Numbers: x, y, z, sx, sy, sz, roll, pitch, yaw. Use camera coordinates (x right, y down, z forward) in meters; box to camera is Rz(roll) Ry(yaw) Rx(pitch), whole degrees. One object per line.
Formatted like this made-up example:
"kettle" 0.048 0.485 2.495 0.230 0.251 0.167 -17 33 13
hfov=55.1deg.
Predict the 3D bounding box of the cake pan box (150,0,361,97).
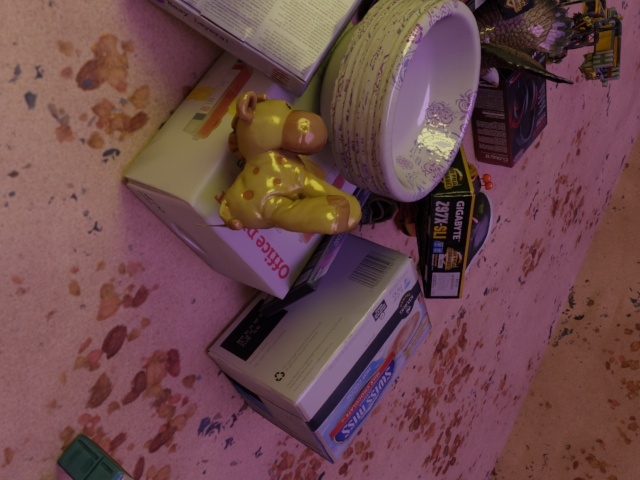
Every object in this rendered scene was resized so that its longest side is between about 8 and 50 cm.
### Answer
"cake pan box" -0.072 -0.363 0.811 0.246 0.266 0.070 -61 -174 -12

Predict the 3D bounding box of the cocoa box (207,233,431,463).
"cocoa box" 0.014 0.186 1.164 0.347 0.231 0.228 -48 138 -25

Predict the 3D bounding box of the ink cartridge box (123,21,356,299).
"ink cartridge box" -0.070 -0.143 0.970 0.385 0.160 0.279 -56 141 -17

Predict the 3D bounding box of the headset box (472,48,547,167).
"headset box" 0.499 -0.351 1.611 0.218 0.110 0.293 -46 136 -29

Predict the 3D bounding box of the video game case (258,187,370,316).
"video game case" 0.000 0.000 1.078 0.026 0.196 0.274 38 58 -11

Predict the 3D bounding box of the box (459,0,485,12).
"box" 0.218 -0.454 1.181 0.116 0.162 0.029 -45 140 -27

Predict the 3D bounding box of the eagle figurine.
"eagle figurine" 0.346 -0.387 1.247 0.225 0.298 0.226 -11 91 -53

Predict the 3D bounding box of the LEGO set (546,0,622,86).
"LEGO set" 0.664 -0.521 1.623 0.331 0.255 0.192 24 71 -60

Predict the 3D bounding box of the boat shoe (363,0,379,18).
"boat shoe" 0.121 -0.500 1.143 0.065 0.075 0.206 27 90 -9

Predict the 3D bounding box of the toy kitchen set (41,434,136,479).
"toy kitchen set" -0.395 0.360 0.835 0.207 0.122 0.166 -52 139 -22

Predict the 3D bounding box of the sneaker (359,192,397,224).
"sneaker" 0.126 -0.074 1.297 0.235 0.094 0.090 -23 120 -49

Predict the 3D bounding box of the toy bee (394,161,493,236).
"toy bee" 0.309 -0.132 1.441 0.195 0.162 0.298 23 88 -51

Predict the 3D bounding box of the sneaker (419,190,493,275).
"sneaker" 0.358 -0.005 1.600 0.147 0.104 0.296 24 92 -58

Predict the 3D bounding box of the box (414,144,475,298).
"box" 0.223 -0.092 1.175 0.322 0.079 0.257 -88 173 -47

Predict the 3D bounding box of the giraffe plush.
"giraffe plush" -0.051 -0.099 0.782 0.210 0.181 0.171 2 94 -14

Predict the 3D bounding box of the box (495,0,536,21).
"box" 0.298 -0.614 1.146 0.293 0.073 0.296 43 32 -48

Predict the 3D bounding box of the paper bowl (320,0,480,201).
"paper bowl" 0.107 -0.209 0.891 0.284 0.148 0.284 -38 139 -42

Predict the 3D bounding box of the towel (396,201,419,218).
"towel" 0.161 -0.233 1.179 0.237 0.037 0.329 -87 174 -64
